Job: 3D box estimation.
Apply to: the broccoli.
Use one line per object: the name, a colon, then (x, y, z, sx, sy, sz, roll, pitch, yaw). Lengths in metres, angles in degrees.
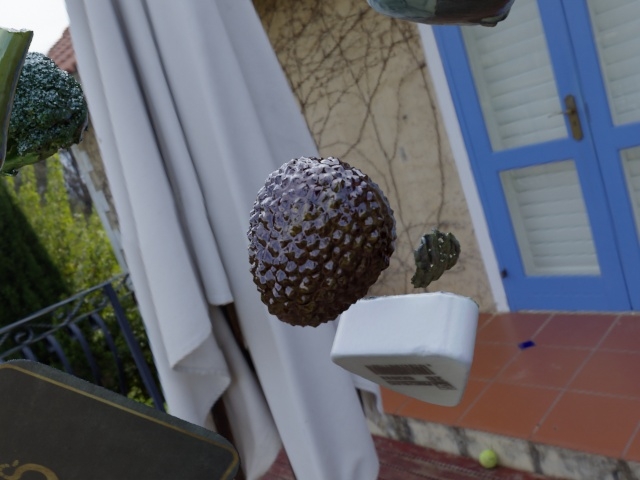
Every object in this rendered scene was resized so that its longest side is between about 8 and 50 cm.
broccoli: (-0.568, -0.237, 1.094, 0.245, 0.265, 0.294, -49, -22, 16)

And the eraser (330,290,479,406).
eraser: (0.221, 0.226, 1.277, 0.331, 0.331, 0.150, -11, 48, 37)

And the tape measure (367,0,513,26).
tape measure: (0.116, -0.316, 0.481, 0.147, 0.256, 0.275, 6, 56, 1)

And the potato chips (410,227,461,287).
potato chips: (0.173, 0.026, 0.892, 0.091, 0.028, 0.207, -34, -24, -5)

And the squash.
squash: (-0.473, -0.196, 0.838, 0.083, 0.250, 0.083, 9, -11, 2)

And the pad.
pad: (-0.287, 0.283, 0.555, 0.375, 0.314, 0.063, -58, 15, 20)

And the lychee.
lychee: (0.000, 0.000, 0.907, 0.235, 0.271, 0.236, 19, -12, 4)
